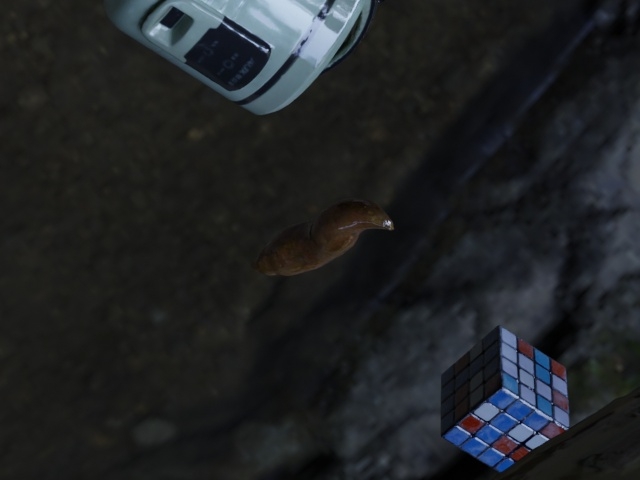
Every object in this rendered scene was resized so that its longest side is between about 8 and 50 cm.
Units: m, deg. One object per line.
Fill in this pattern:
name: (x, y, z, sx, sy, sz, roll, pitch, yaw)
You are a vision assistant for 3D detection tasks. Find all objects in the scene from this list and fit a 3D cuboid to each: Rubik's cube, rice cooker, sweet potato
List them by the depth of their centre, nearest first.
rice cooker: (-0.070, -0.241, 1.669, 0.244, 0.226, 0.226, 30, 107, -23)
Rubik's cube: (0.181, 0.159, 1.750, 0.092, 0.092, 0.092, 32, 125, -20)
sweet potato: (-0.001, -0.002, 1.786, 0.202, 0.055, 0.058, -27, -162, 49)

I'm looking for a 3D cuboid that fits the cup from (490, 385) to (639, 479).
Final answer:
cup: (0.148, 0.201, 0.737, 0.257, 0.301, 0.227, -26, 111, -8)
